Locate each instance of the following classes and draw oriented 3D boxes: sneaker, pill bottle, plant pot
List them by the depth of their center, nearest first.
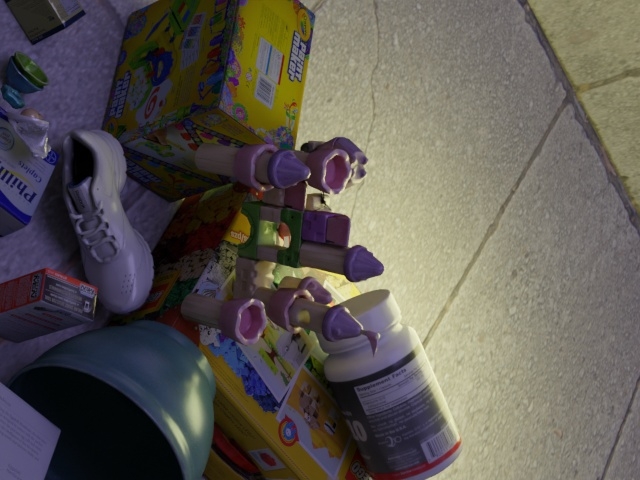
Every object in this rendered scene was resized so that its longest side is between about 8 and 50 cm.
[{"bbox_3d":[-0.265,0.234,1.775,0.293,0.293,0.196,60,39,-17],"label":"plant pot"},{"bbox_3d":[-0.336,-0.029,1.904,0.129,0.111,0.297,27,45,-77],"label":"sneaker"},{"bbox_3d":[0.102,0.232,2.021,0.161,0.161,0.283,-37,106,-50],"label":"pill bottle"}]

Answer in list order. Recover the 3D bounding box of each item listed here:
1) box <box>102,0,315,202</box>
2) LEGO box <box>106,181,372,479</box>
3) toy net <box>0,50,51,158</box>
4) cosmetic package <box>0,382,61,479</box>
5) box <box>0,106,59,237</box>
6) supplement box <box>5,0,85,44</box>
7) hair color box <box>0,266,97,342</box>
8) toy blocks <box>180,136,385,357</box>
[{"bbox_3d":[-0.182,-0.253,2.060,0.177,0.279,0.290,34,53,-41],"label":"box"},{"bbox_3d":[-0.085,0.199,2.090,0.500,0.193,0.372,51,43,-26],"label":"LEGO box"},{"bbox_3d":[-0.432,-0.208,1.838,0.122,0.045,0.232,41,13,-44],"label":"toy net"},{"bbox_3d":[-0.471,0.287,1.597,0.224,0.138,0.225,53,42,-44],"label":"cosmetic package"},{"bbox_3d":[-0.460,-0.099,1.829,0.126,0.072,0.137,42,48,-34],"label":"box"},{"bbox_3d":[-0.422,-0.359,1.958,0.083,0.083,0.056,59,41,-17],"label":"supplement box"},{"bbox_3d":[-0.398,0.091,1.761,0.093,0.167,0.053,28,57,-43],"label":"hair color box"},{"bbox_3d":[0.000,0.000,1.835,0.309,0.260,0.289,-4,102,-52],"label":"toy blocks"}]
